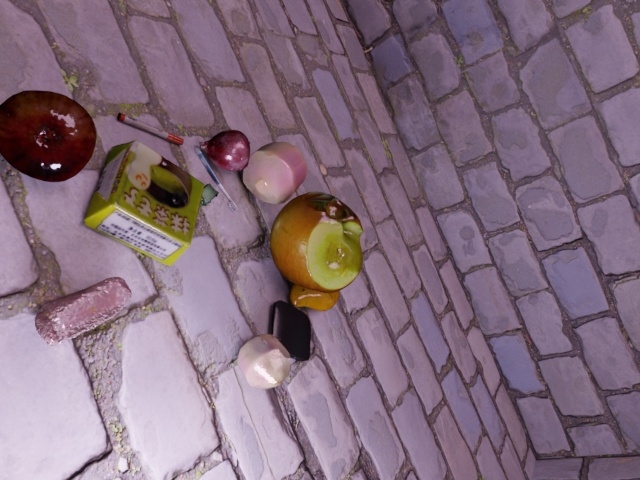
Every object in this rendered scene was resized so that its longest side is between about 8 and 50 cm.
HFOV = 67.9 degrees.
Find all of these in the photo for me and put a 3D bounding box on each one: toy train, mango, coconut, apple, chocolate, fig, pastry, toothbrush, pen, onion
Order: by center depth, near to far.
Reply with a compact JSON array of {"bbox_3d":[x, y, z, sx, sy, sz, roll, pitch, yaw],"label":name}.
[{"bbox_3d":[-0.602,0.176,1.188,0.265,0.112,0.102,-34,107,-62],"label":"pastry"},{"bbox_3d":[-0.708,-0.268,1.227,0.235,0.215,0.234,-17,111,-51],"label":"fig"},{"bbox_3d":[-0.513,-0.120,1.443,0.301,0.137,0.288,34,47,-38],"label":"chocolate"},{"bbox_3d":[-0.175,0.399,1.549,0.171,0.183,0.170,-18,123,-30],"label":"coconut"},{"bbox_3d":[-0.570,-0.375,1.609,0.239,0.028,0.028,17,58,-48],"label":"pen"},{"bbox_3d":[-0.407,-0.162,1.697,0.056,0.038,0.093,52,37,-17],"label":"toy train"},{"bbox_3d":[-0.391,-0.228,1.773,0.275,0.019,0.025,59,43,-12],"label":"toothbrush"},{"bbox_3d":[-0.359,-0.341,1.777,0.195,0.159,0.159,2,68,-29],"label":"onion"},{"bbox_3d":[0.000,0.000,1.828,0.384,0.374,0.374,28,33,14],"label":"apple"},{"bbox_3d":[-0.190,-0.268,1.901,0.233,0.233,0.245,58,35,-13],"label":"coconut"},{"bbox_3d":[-0.018,0.213,1.940,0.262,0.109,0.157,2,73,-51],"label":"mango"}]

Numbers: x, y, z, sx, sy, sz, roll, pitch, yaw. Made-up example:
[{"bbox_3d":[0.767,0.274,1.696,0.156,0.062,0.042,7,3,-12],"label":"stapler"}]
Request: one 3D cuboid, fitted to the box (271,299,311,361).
[{"bbox_3d":[-0.110,0.344,1.801,0.212,0.042,0.201,33,47,-41],"label":"box"}]
